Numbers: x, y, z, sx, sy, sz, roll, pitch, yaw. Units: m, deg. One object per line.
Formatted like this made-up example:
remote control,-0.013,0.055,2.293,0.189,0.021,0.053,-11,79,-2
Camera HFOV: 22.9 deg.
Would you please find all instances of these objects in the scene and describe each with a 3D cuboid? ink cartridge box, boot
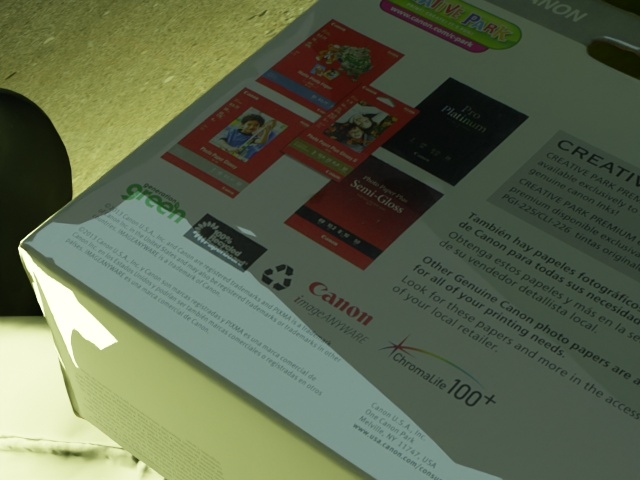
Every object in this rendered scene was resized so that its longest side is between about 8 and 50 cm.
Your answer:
ink cartridge box,0.082,0.029,0.686,0.309,0.130,0.272,31,59,28
boot,-0.147,0.058,0.945,0.445,0.146,0.367,-3,62,51

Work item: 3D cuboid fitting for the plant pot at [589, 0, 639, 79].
plant pot,0.241,-0.109,0.817,0.276,0.276,0.254,-3,24,46
